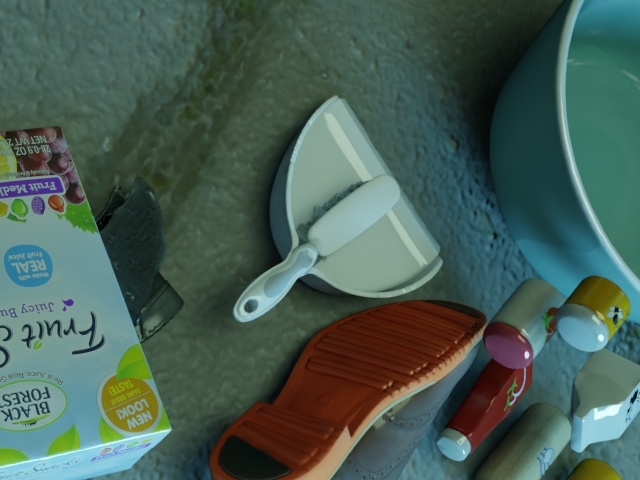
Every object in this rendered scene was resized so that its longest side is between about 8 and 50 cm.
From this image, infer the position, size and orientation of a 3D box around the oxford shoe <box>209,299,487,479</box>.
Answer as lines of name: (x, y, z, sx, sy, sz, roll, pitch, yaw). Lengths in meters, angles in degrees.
oxford shoe: (0.023, 0.127, 1.331, 0.271, 0.097, 0.098, -35, 131, -40)

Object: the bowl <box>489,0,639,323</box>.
bowl: (0.248, -0.062, 1.464, 0.311, 0.163, 0.311, 9, 73, -32)

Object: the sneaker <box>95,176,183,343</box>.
sneaker: (-0.150, 0.037, 1.248, 0.170, 0.051, 0.089, -42, 102, -38)

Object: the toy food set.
toy food set: (0.150, 0.126, 1.361, 0.111, 0.232, 0.104, 27, 54, 24)

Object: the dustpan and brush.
dustpan and brush: (0.000, 0.000, 1.347, 0.211, 0.060, 0.147, -39, 100, -34)

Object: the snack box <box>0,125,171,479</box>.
snack box: (-0.203, 0.044, 1.129, 0.174, 0.070, 0.207, -10, 69, -35)
